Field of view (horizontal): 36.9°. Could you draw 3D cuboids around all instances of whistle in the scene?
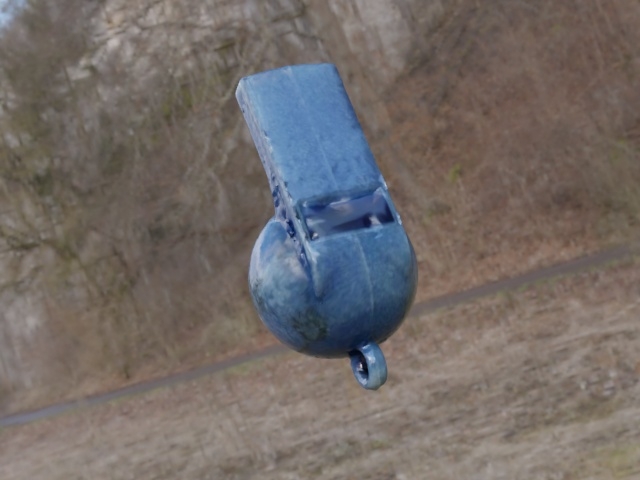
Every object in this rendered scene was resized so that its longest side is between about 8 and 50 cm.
[{"bbox_3d":[0.000,0.000,0.474,0.090,0.158,0.090,-19,-21,-7],"label":"whistle"}]
